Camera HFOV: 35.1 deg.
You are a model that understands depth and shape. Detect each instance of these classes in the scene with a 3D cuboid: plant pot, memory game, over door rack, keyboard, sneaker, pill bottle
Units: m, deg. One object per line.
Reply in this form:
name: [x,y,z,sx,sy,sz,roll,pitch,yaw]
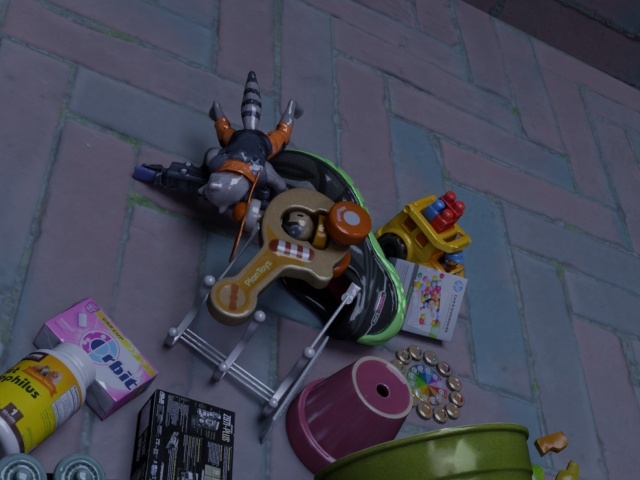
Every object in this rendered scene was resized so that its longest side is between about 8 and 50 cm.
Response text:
plant pot: [0.066,0.309,1.819,0.201,0.180,0.201,22,40,-20]
memory game: [0.222,0.296,2.093,0.186,0.012,0.186,22,41,-20]
over door rack: [-0.096,0.123,1.849,0.239,0.108,0.324,36,59,3]
keyboard: [-0.044,0.269,1.857,0.014,0.072,0.256,34,38,3]
sneaker: [0.000,0.000,2.074,0.202,0.185,0.483,-5,54,-45]
pill bottle: [-0.438,0.243,1.531,0.117,0.117,0.215,41,38,3]
plant pot: [0.202,0.519,1.625,0.366,0.366,0.353,5,61,-35]

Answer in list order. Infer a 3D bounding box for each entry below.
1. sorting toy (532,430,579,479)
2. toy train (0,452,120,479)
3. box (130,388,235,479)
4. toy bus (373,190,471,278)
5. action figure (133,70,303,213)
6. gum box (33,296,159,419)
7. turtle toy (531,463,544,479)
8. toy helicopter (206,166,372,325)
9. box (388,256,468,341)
sorting toy: [0.361,0.478,1.929,0.307,0.041,0.229,-13,56,-19]
toy train: [-0.422,0.398,1.384,0.334,0.142,0.190,7,57,-34]
box: [-0.221,0.349,1.631,0.147,0.077,0.180,20,42,-22]
toy bus: [0.259,0.002,2.258,0.149,0.211,0.220,-20,68,-49]
action figure: [-0.196,-0.184,2.034,0.341,0.178,0.330,9,42,-2]
gum box: [-0.375,0.190,1.678,0.188,0.062,0.107,46,38,9]
turtle toy: [0.404,0.477,2.014,0.130,0.066,0.095,-5,52,-42]
toy helicopter: [-0.089,0.016,1.791,0.235,0.140,0.355,39,49,7]
box: [0.213,0.128,2.163,0.186,0.145,0.038,17,-2,-27]
